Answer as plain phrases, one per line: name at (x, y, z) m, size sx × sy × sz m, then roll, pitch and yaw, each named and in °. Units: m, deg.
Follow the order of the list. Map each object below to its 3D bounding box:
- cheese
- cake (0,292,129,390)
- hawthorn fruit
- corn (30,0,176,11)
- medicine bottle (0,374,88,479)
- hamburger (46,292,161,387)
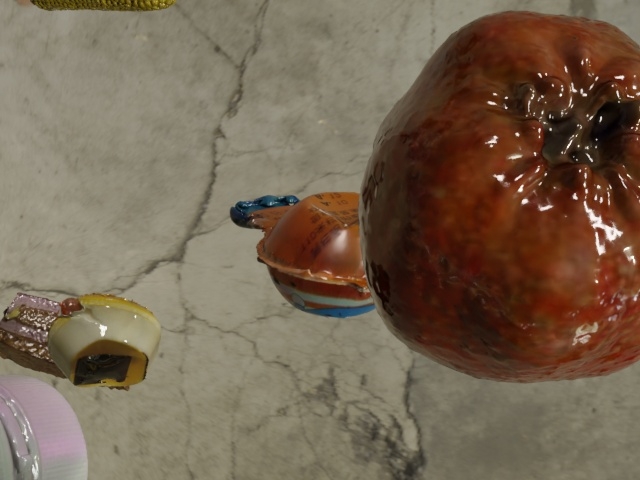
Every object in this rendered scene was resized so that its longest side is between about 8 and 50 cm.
cheese at (0.000, 0.000, 1.292) m, size 0.216 × 0.329 × 0.129 m, roll -7°, pitch 112°, yaw -32°
cake at (-0.425, 0.170, 1.709) m, size 0.295 × 0.113 × 0.116 m, roll 11°, pitch 64°, yaw 16°
hawthorn fruit at (0.118, -0.008, 0.582) m, size 0.205 × 0.253 × 0.205 m, roll 0°, pitch 66°, yaw 0°
corn at (-0.342, -0.401, 1.559) m, size 0.293 × 0.106 × 0.106 m, roll 3°, pitch 84°, yaw 23°
medicine bottle at (-0.423, 0.250, 1.043) m, size 0.324 × 0.256 × 0.256 m, roll 7°, pitch 83°, yaw -61°
hamburger at (-0.331, 0.150, 1.547) m, size 0.172 × 0.210 × 0.116 m, roll 0°, pitch 61°, yaw -12°
